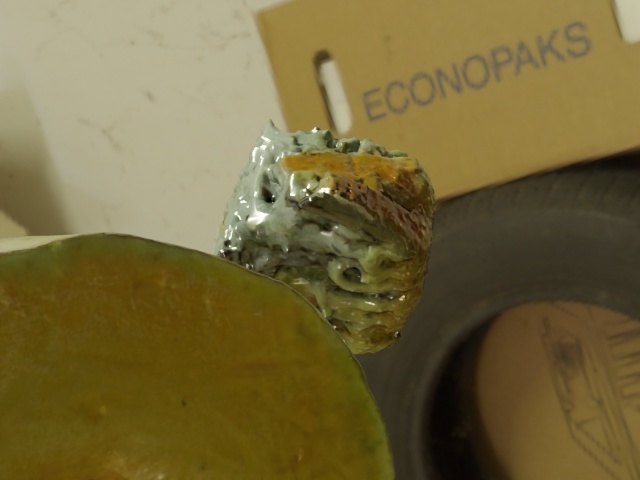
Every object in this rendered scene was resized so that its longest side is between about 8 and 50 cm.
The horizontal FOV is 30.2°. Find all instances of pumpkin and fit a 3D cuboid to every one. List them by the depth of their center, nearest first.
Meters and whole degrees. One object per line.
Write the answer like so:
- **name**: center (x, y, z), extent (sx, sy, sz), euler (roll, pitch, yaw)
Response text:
- **pumpkin**: center (-0.143, 0.143, 0.576), extent (0.332, 0.332, 0.199), euler (-25, 23, -20)

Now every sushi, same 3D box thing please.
- **sushi**: center (0.000, 0.000, 1.024), extent (0.184, 0.139, 0.274), euler (14, -36, -7)
